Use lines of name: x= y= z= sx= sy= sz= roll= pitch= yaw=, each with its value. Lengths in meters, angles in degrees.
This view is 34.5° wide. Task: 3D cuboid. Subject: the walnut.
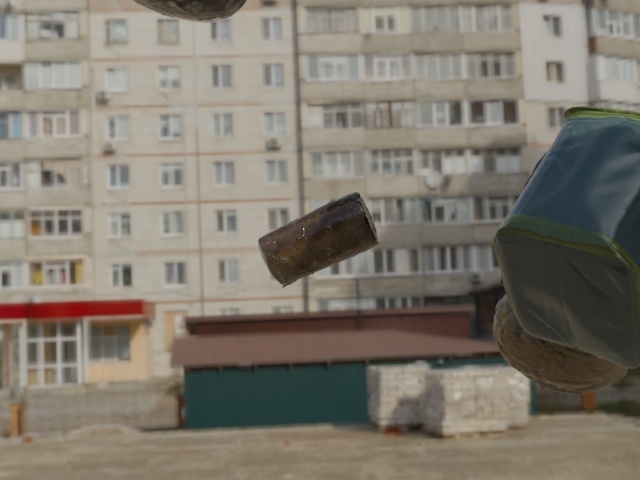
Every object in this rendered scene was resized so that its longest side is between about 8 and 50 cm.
walnut: x=0.382 y=0.156 z=1.640 sx=0.230 sy=0.178 sz=0.178 roll=29 pitch=12 yaw=30

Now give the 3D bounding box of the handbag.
handbag: x=0.365 y=-0.005 z=1.320 sx=0.222 sy=0.241 sz=0.263 roll=14 pitch=-33 yaw=37

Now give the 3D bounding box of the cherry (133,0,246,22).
cherry: x=-0.175 y=-0.399 z=1.350 sx=0.296 sy=0.218 sz=0.255 roll=21 pitch=18 yaw=-11

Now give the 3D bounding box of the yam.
yam: x=0.000 y=0.000 z=1.266 sx=0.141 sy=0.079 sz=0.079 roll=-25 pitch=-10 yaw=11
